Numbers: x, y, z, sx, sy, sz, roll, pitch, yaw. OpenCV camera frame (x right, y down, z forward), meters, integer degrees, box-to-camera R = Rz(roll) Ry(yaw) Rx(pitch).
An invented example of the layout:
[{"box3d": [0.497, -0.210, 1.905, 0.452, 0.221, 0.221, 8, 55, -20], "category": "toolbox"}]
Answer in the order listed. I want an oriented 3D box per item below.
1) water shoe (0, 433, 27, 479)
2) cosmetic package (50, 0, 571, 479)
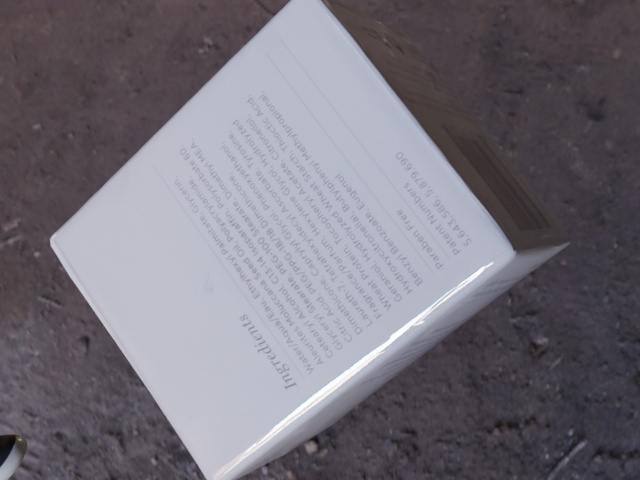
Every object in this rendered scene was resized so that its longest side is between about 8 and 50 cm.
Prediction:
[{"box3d": [-0.410, 0.237, 1.052, 0.203, 0.080, 0.073, -20, 30, 11], "category": "water shoe"}, {"box3d": [0.000, 0.000, 0.510, 0.184, 0.151, 0.151, -40, 77, 18], "category": "cosmetic package"}]
